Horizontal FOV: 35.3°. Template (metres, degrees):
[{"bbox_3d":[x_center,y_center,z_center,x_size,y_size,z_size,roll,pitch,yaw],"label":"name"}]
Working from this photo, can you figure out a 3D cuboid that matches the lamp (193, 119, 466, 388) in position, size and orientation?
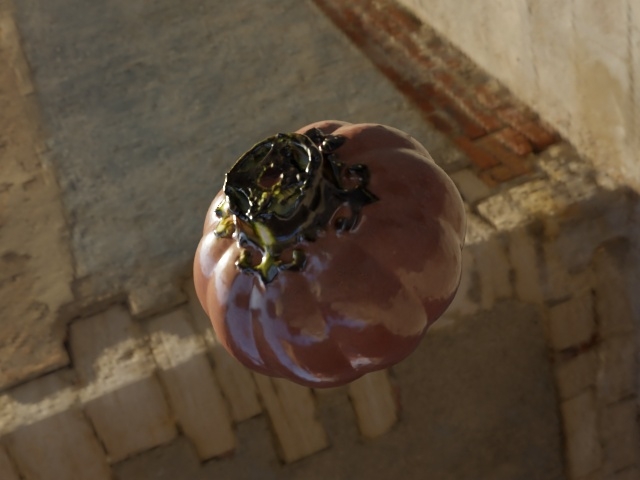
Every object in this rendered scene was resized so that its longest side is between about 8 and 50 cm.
[{"bbox_3d":[0.000,0.000,1.062,0.240,0.305,0.305,50,-173,-46],"label":"lamp"}]
